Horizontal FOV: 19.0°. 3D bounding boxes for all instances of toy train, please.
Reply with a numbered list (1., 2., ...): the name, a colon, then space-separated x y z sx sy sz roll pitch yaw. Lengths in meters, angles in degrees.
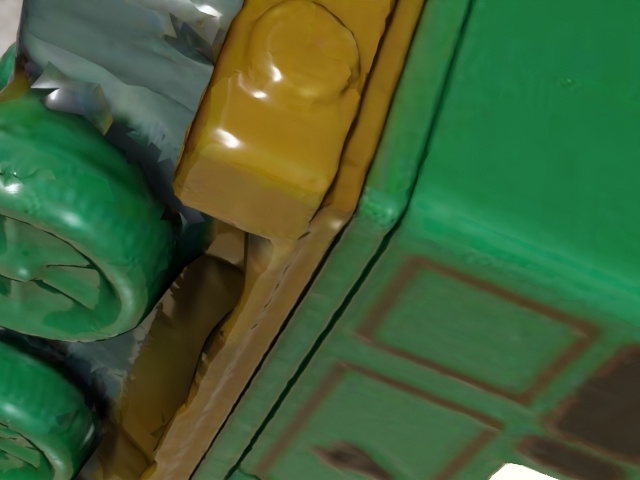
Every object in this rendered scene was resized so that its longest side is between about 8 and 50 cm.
1. toy train: 0.000 0.000 0.608 0.429 0.249 0.178 120 -10 -60
